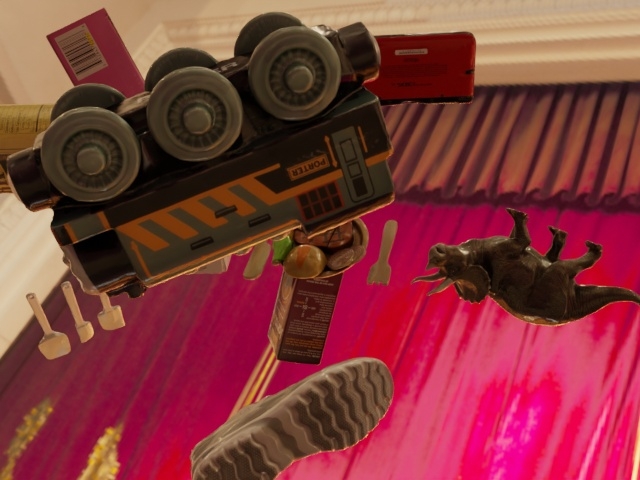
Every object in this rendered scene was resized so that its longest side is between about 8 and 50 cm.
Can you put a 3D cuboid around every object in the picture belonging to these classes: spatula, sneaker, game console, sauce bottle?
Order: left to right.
[{"bbox_3d":[-0.413,-0.110,0.975,0.344,0.111,0.111,-3,-39,-2],"label":"sauce bottle"},{"bbox_3d":[-0.465,0.142,1.513,0.019,0.168,0.242,60,-19,28],"label":"spatula"},{"bbox_3d":[-0.041,0.215,0.989,0.115,0.281,0.105,22,-47,64],"label":"sneaker"},{"bbox_3d":[0.104,-0.198,0.935,0.144,0.085,0.124,-2,-52,4],"label":"game console"}]

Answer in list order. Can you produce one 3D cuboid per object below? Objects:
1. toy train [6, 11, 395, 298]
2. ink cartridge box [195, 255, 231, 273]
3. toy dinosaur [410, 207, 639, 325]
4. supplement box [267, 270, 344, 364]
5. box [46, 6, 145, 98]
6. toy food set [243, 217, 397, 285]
[{"bbox_3d":[-0.091,-0.070,0.698,0.334,0.142,0.190,-23,-65,-5],"label":"toy train"},{"bbox_3d":[-0.243,0.000,1.686,0.109,0.150,0.063,-2,-55,8],"label":"ink cartridge box"},{"bbox_3d":[0.302,0.052,1.145,0.314,0.160,0.121,24,5,0],"label":"toy dinosaur"},{"bbox_3d":[-0.027,0.109,1.394,0.081,0.104,0.188,10,-75,-17],"label":"supplement box"},{"bbox_3d":[-0.404,-0.299,1.520,0.213,0.117,0.243,62,-8,-10],"label":"box"},{"bbox_3d":[0.000,0.000,1.031,0.192,0.132,0.038,2,-44,16],"label":"toy food set"}]
